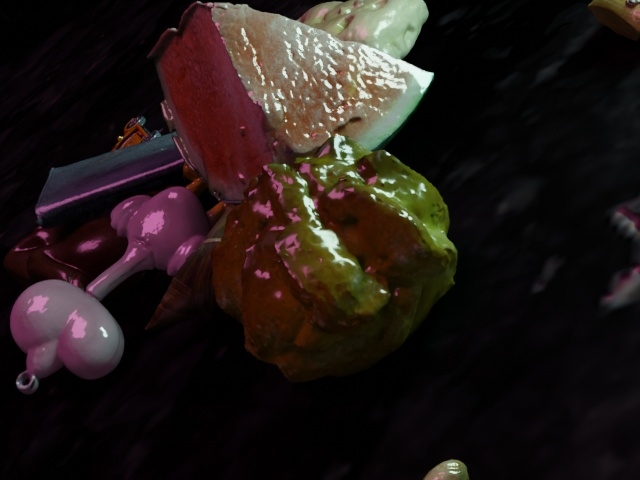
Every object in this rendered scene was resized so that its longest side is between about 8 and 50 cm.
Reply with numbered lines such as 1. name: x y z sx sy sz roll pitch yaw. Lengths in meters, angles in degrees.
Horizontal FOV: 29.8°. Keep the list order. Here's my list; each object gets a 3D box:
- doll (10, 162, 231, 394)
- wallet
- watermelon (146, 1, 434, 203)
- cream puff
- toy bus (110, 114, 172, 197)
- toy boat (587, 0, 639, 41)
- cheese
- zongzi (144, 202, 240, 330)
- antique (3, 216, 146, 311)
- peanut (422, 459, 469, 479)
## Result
1. doll: -0.247 0.047 1.495 0.160 0.094 0.365 34 72 23
2. wallet: -0.215 -0.118 1.706 0.378 0.046 0.191 -19 21 3
3. watermelon: -0.072 -0.134 1.471 0.292 0.319 0.222 139 149 -66
4. cream puff: 0.009 0.013 1.125 0.244 0.196 0.244 -7 62 14
5. toy bus: -0.280 -0.132 1.919 0.088 0.083 0.194 -42 24 -2
6. toy boat: 0.328 -0.243 1.261 0.049 0.047 0.149 -38 23 4
7. cheese: 0.028 -0.283 1.716 0.263 0.093 0.159 -5 37 47
8. zongzi: -0.098 0.054 1.321 0.184 0.084 0.187 -48 29 -11
9. antique: -0.337 0.028 1.675 0.257 0.121 0.143 1 45 54
10. peanut: 0.083 0.191 0.866 0.037 0.037 0.083 -19 33 40
